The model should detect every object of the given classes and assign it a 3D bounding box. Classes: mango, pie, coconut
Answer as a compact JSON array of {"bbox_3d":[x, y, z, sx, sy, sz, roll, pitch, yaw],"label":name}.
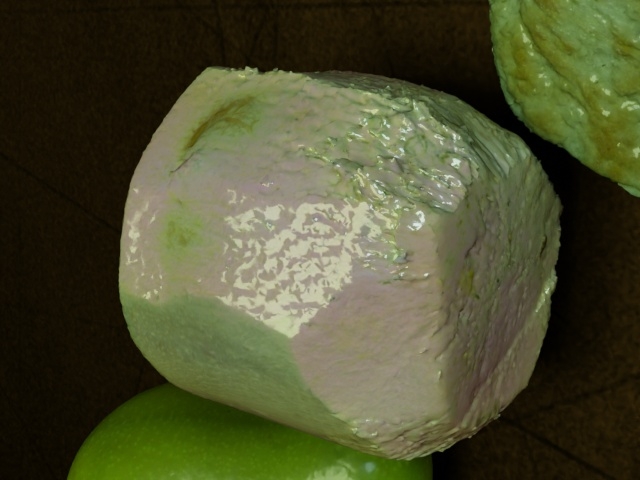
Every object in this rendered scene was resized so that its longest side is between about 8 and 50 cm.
[{"bbox_3d":[-0.051,0.179,1.085,0.293,0.143,0.175,-12,88,31],"label":"mango"},{"bbox_3d":[0.207,-0.131,0.806,0.274,0.105,0.257,12,118,38],"label":"pie"},{"bbox_3d":[0.000,0.000,0.927,0.245,0.233,0.233,14,110,32],"label":"coconut"}]
